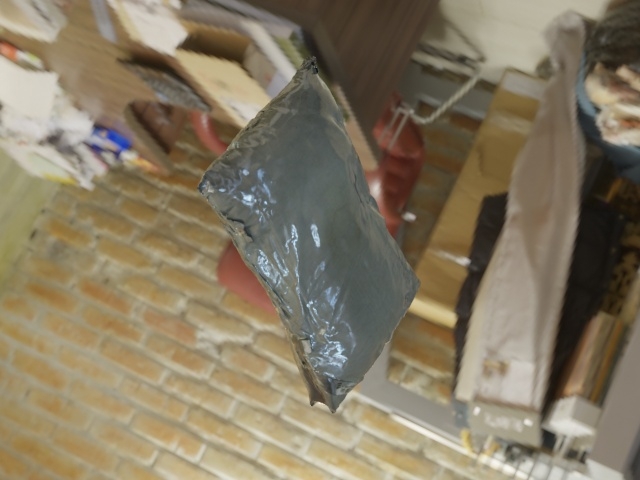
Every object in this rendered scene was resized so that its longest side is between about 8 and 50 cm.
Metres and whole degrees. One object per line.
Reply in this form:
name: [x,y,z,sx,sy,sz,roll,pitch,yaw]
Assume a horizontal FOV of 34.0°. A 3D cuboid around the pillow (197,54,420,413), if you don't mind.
pillow: [0.000,0.000,0.773,0.050,0.148,0.229,4,132,37]
